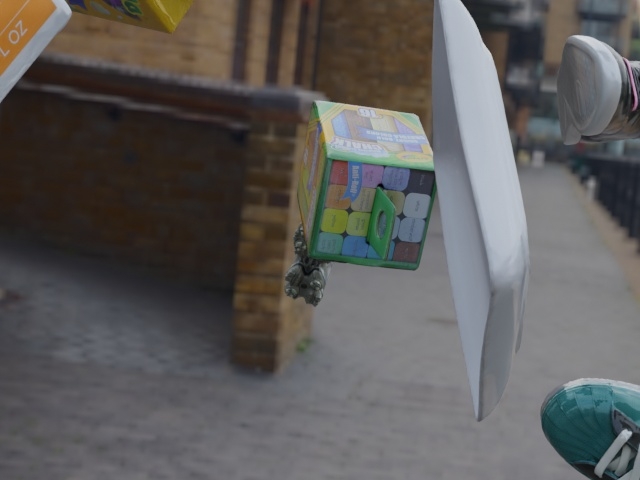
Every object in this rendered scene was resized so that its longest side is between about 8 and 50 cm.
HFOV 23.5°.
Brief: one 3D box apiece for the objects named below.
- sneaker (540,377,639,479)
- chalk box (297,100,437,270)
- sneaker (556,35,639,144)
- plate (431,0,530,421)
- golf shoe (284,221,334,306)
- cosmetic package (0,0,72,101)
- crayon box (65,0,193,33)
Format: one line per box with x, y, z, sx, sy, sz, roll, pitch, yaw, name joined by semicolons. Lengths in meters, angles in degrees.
0.346;0.238;1.459;0.302;0.108;0.121;30;20;-3;sneaker
0.052;-0.053;1.737;0.132;0.132;0.213;7;25;-9;chalk box
0.332;-0.162;1.611;0.147;0.104;0.296;-7;-4;4;sneaker
0.131;-0.026;1.268;0.045;0.278;0.277;-6;-29;-1;plate
0.000;0.000;2.001;0.069;0.176;0.086;25;42;-1;golf shoe
-0.436;-0.282;1.290;0.162;0.230;0.453;4;-39;40;cosmetic package
-0.277;-0.347;1.765;0.323;0.083;0.203;16;-24;31;crayon box
